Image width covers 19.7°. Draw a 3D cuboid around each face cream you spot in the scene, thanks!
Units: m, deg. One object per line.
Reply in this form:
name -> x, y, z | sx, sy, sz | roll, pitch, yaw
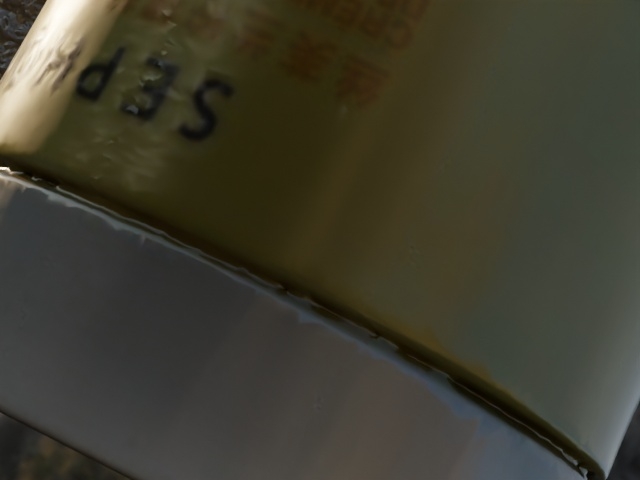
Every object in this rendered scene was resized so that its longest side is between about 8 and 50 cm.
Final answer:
face cream -> 0.000, 0.000, 0.566 | 0.218, 0.179, 0.218 | 26, -8, 4

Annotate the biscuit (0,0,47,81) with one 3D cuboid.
biscuit -> -0.174, -0.098, 1.005 | 0.120, 0.120, 0.015 | 35, -10, 15
